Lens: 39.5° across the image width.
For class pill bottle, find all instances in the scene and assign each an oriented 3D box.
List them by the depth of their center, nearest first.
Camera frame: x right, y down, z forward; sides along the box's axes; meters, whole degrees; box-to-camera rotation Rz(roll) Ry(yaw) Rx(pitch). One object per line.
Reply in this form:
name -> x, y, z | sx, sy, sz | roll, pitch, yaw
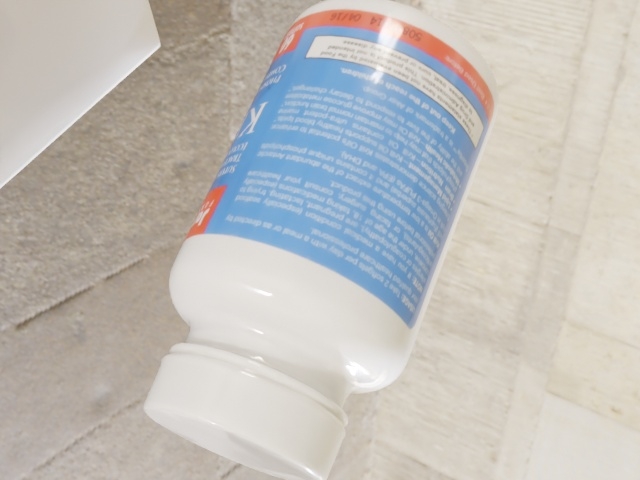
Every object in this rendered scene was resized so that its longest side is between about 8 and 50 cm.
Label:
pill bottle -> 0.000, 0.000, 0.445 | 0.221, 0.124, 0.124 | -67, 154, -22

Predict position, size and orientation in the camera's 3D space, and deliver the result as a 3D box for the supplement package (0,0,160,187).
supplement package -> -0.254, -0.117, 0.474 | 0.293, 0.175, 0.177 | -54, 147, -38
